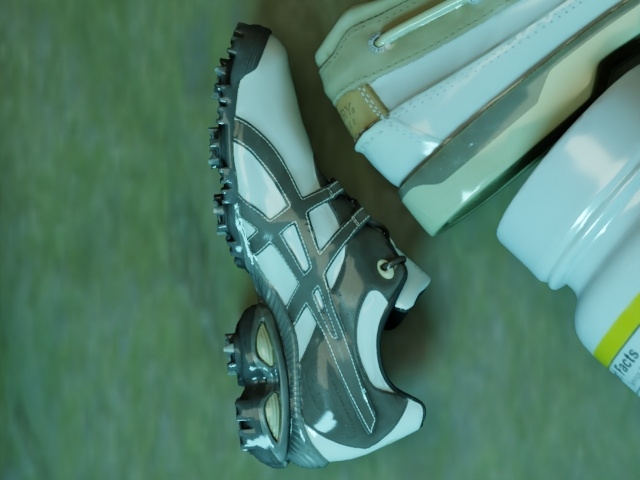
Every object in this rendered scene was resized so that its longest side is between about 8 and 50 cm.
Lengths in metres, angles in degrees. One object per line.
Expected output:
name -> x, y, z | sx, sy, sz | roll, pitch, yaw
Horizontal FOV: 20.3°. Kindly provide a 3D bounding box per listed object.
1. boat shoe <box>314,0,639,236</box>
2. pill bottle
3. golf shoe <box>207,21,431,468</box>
boat shoe -> 0.130, -0.137, 0.765 | 0.302, 0.113, 0.103 | -41, 83, 3
pill bottle -> 0.181, 0.030, 0.730 | 0.208, 0.119, 0.119 | 43, 91, 12
golf shoe -> 0.000, 0.000, 0.793 | 0.093, 0.077, 0.198 | -6, 90, 3
